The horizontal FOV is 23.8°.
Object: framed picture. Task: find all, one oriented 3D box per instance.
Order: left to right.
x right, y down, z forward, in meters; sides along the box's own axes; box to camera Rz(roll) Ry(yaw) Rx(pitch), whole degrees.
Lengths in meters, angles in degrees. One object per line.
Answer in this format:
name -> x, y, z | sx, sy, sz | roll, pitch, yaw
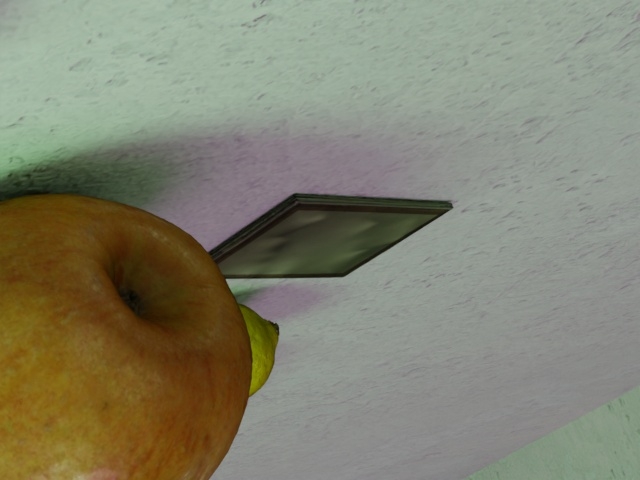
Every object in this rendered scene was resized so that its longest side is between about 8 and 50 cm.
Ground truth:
framed picture -> 0.000, 0.000, 1.488 | 0.231, 0.010, 0.173 | 1, 154, -48

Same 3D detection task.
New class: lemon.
lemon -> -0.103, 0.118, 1.577 | 0.133, 0.109, 0.109 | -22, 163, -8

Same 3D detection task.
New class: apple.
apple -> -0.205, 0.102, 1.149 | 0.275, 0.299, 0.299 | -38, 157, 16
